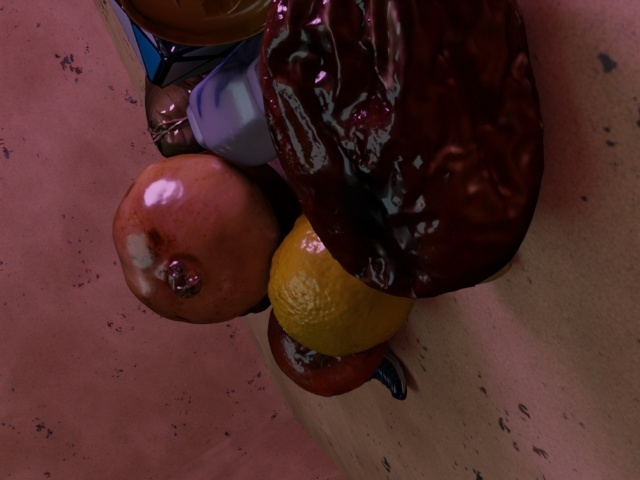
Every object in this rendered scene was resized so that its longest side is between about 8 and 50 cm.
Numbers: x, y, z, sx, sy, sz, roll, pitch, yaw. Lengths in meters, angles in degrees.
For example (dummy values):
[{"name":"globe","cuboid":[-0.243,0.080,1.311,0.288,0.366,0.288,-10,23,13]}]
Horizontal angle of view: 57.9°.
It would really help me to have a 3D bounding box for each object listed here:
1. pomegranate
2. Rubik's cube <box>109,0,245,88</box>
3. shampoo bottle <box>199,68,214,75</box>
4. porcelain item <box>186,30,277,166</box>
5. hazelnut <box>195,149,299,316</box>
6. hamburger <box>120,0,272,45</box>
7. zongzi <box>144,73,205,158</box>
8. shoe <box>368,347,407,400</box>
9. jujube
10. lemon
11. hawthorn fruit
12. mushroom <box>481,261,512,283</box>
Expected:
[{"name":"pomegranate","cuboid":[-0.237,0.009,1.104,0.338,0.338,0.338,53,160,28]},{"name":"Rubik's cube","cuboid":[-0.243,-0.458,1.076,0.248,0.247,0.250,64,162,-11]},{"name":"shampoo bottle","cuboid":[-0.333,-0.558,1.486,0.102,0.064,0.260,27,141,59]},{"name":"porcelain item","cuboid":[-0.103,-0.253,1.012,0.178,0.242,0.405,47,164,-19]},{"name":"hazelnut","cuboid":[-0.220,-0.027,1.476,0.402,0.403,0.428,37,141,54]},{"name":"hamburger","cuboid":[-0.177,-0.437,0.832,0.274,0.275,0.212,116,144,-69]},{"name":"zongzi","cuboid":[-0.428,-0.435,1.576,0.466,0.218,0.500,61,175,-3]},{"name":"shoe","cuboid":[0.131,0.311,1.407,0.207,0.106,0.091,44,157,31]},{"name":"jujube","cuboid":[0.085,-0.130,0.615,0.276,0.277,0.376,18,126,66]},{"name":"lemon","cuboid":[0.039,0.068,1.039,0.268,0.268,0.321,49,155,36]},{"name":"hawthorn fruit","cuboid":[0.018,0.220,1.263,0.307,0.276,0.275,-119,4,-83]},{"name":"mushroom","cuboid":[0.156,-0.079,0.799,0.312,0.081,0.100,61,167,-1]}]
